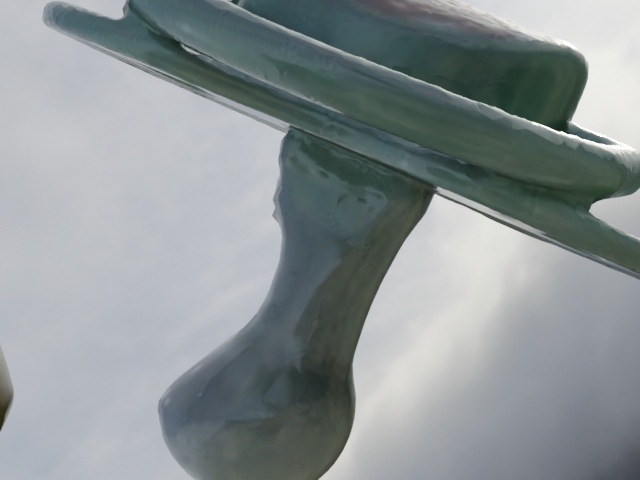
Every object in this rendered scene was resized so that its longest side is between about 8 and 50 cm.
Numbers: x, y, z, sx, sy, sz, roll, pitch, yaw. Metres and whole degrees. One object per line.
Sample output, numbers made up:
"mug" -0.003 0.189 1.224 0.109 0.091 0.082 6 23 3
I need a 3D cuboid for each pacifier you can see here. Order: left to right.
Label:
"pacifier" 0.000 0.000 0.578 0.269 0.343 0.288 -69 -17 1

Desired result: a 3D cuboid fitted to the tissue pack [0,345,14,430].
"tissue pack" -0.163 0.038 0.294 0.123 0.127 0.178 -23 16 13
